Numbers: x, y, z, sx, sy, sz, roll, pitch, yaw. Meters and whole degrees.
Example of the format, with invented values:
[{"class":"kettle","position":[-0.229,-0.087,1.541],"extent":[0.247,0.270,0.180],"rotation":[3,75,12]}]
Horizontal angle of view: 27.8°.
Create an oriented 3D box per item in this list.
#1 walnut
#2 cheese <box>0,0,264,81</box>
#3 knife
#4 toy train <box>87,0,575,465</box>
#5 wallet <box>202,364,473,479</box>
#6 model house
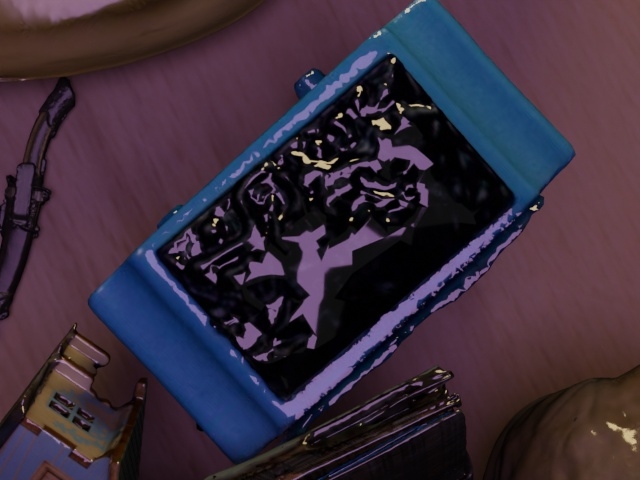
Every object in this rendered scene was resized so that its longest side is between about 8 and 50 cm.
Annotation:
[{"class":"walnut","position":[0.233,0.200,0.893],"extent":[0.248,0.248,0.248],"rotation":[0,92,-4]},{"class":"cheese","position":[-0.194,-0.239,0.910],"extent":[0.316,0.128,0.259],"rotation":[-23,96,1]},{"class":"knife","position":[-0.225,-0.016,0.967],"extent":[0.046,0.021,0.222],"rotation":[25,91,-2]},{"class":"toy train","position":[0.000,0.000,0.862],"extent":[0.300,0.265,0.188],"rotation":[-43,91,-3]},{"class":"wallet","position":[0.023,0.185,0.857],"extent":[0.169,0.317,0.044],"rotation":[-23,62,-5]},{"class":"model house","position":[-0.157,0.220,0.853],"extent":[0.206,0.178,0.271],"rotation":[36,102,-7]}]
